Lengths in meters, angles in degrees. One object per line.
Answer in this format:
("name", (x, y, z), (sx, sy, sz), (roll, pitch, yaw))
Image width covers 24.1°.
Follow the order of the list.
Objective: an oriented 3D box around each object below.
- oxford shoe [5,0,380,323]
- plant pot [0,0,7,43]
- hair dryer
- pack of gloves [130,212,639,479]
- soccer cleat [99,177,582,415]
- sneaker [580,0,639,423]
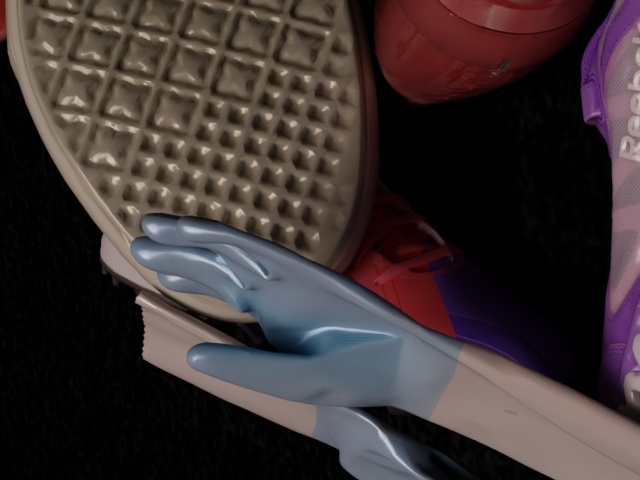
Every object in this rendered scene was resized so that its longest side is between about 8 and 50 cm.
("oxford shoe", (-0.095, -0.150, 0.768), (0.449, 0.169, 0.130), (62, 170, 24))
("plant pot", (-0.335, -0.269, 0.979), (0.272, 0.272, 0.265), (-25, 73, 53))
("hair dryer", (0.075, -0.165, 0.608), (0.223, 0.080, 0.293), (-86, 8, -50))
("pack of gloves", (0.015, 0.080, 0.620), (0.232, 0.046, 0.195), (27, 155, 8))
("soccer cleat", (0.000, 0.000, 0.747), (0.318, 0.109, 0.116), (22, 105, 46))
("sneaker", (0.142, -0.033, 0.565), (0.104, 0.095, 0.236), (32, 121, 51))
